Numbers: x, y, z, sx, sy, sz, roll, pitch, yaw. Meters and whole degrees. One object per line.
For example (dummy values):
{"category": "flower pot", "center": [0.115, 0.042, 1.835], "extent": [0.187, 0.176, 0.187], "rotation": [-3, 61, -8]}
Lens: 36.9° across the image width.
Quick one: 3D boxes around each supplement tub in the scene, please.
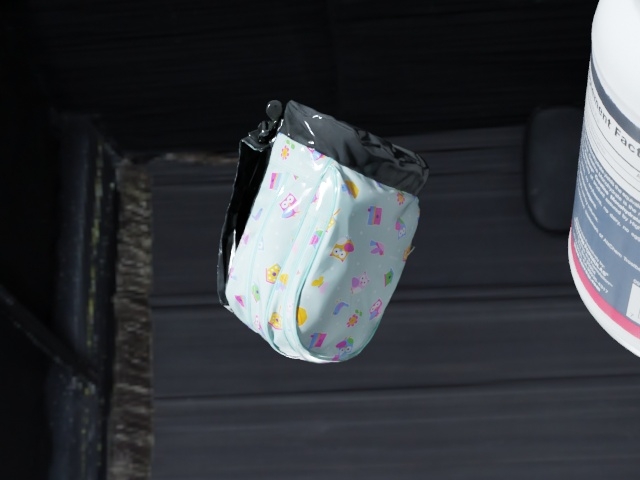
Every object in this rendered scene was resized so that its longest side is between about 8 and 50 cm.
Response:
{"category": "supplement tub", "center": [0.244, -0.062, 0.537], "extent": [0.272, 0.191, 0.191], "rotation": [79, -172, -50]}

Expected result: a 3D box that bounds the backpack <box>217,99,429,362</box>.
{"category": "backpack", "center": [0.000, 0.000, 0.738], "extent": [0.115, 0.152, 0.182], "rotation": [29, 98, 49]}
